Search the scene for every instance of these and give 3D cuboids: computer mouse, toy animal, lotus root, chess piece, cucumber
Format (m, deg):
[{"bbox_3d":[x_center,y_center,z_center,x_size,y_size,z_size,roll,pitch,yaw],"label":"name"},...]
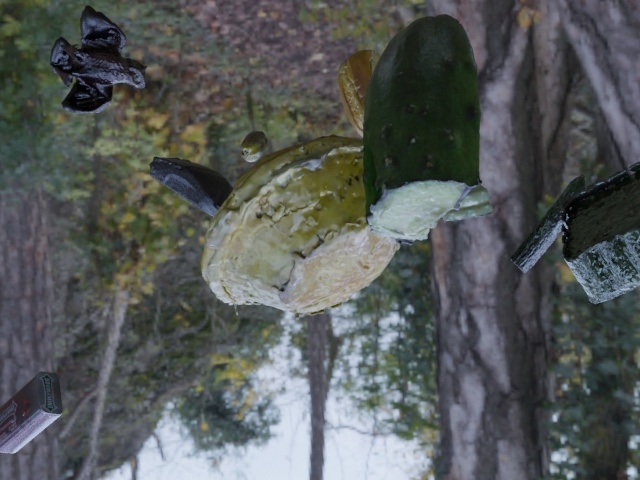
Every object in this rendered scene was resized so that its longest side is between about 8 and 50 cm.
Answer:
[{"bbox_3d":[-0.224,-0.104,1.568,0.217,0.073,0.122,30,-179,30],"label":"computer mouse"},{"bbox_3d":[-0.456,-0.365,1.726,0.179,0.219,0.116,8,-171,-33],"label":"toy animal"},{"bbox_3d":[-0.139,-0.204,1.777,0.049,0.054,0.099,7,-145,11],"label":"lotus root"},{"bbox_3d":[0.360,-0.178,2.144,0.133,0.243,0.133,-11,-175,1],"label":"chess piece"},{"bbox_3d":[0.118,-0.169,1.027,0.105,0.326,0.145,19,146,-18],"label":"cucumber"},{"bbox_3d":[0.604,-0.045,2.174,0.067,0.294,0.067,33,-166,-9],"label":"cucumber"}]

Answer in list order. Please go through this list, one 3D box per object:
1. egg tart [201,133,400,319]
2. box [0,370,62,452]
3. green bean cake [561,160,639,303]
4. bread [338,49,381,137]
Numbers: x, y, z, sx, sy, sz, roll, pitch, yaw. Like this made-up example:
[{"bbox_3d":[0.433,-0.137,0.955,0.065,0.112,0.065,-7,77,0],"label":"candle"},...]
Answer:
[{"bbox_3d":[0.001,0.000,1.163,0.341,0.132,0.341,-23,145,-17],"label":"egg tart"},{"bbox_3d":[-0.732,0.431,2.079,0.224,0.120,0.069,-38,143,30],"label":"box"},{"bbox_3d":[0.544,-0.029,1.412,0.255,0.132,0.241,-30,-166,26],"label":"green bean cake"},{"bbox_3d":[0.128,-0.379,2.186,0.140,0.236,0.106,-25,167,31],"label":"bread"}]
